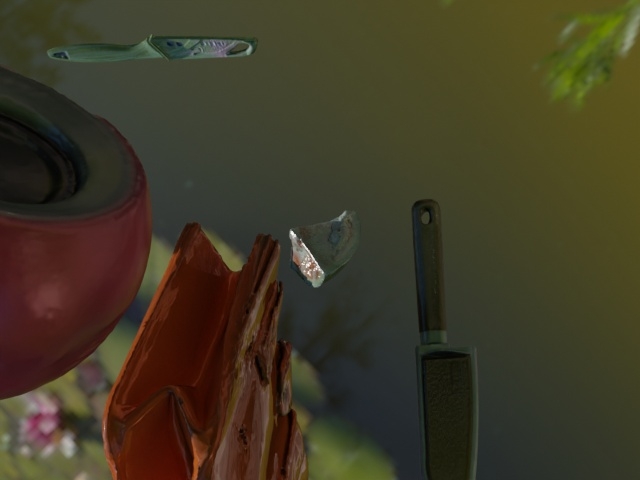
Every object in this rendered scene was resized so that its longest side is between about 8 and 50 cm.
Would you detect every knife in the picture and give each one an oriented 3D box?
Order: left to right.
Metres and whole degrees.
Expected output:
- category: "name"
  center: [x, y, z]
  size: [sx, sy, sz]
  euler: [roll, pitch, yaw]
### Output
- category: "knife"
  center: [-0.154, -0.175, 1.721]
  size: [0.207, 0.014, 0.030]
  euler: [0, 138, 16]
- category: "knife"
  center: [0.124, 0.118, 1.874]
  size: [0.061, 0.343, 0.027]
  euler: [-4, 161, 7]

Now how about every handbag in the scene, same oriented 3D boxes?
- category: "handbag"
  center: [-0.100, 0.219, 1.930]
  size: [0.116, 0.303, 0.410]
  euler: [7, 137, 13]

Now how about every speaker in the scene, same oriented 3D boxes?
- category: "speaker"
  center: [-0.270, -0.010, 1.452]
  size: [0.294, 0.294, 0.294]
  euler: [27, 141, 25]

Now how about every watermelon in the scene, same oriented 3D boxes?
- category: "watermelon"
  center: [0.000, 0.000, 1.773]
  size: [0.061, 0.085, 0.085]
  euler: [35, 150, -23]
